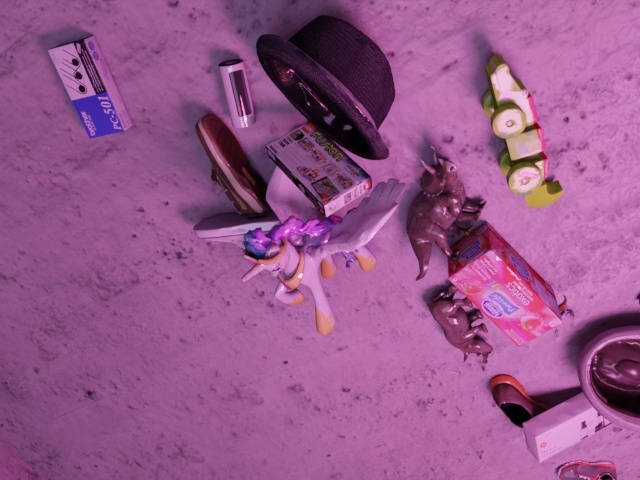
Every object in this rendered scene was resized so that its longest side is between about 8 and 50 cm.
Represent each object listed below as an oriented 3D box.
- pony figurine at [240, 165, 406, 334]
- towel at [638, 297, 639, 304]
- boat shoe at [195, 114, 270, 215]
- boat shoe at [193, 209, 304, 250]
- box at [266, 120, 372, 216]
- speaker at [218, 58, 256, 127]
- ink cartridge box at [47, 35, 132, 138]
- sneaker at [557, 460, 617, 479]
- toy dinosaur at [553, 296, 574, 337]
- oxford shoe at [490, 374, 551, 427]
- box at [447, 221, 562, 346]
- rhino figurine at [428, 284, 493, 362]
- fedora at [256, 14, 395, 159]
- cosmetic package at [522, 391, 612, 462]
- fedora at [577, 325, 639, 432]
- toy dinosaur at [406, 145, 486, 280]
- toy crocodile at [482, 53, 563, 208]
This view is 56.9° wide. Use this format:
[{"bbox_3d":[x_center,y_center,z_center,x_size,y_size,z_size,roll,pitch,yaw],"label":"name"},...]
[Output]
[{"bbox_3d":[0.000,0.000,1.263,0.303,0.350,0.363,28,167,33],"label":"pony figurine"},{"bbox_3d":[0.910,0.081,1.298,0.243,0.040,0.335,30,120,-6],"label":"towel"},{"bbox_3d":[-0.216,-0.157,1.337,0.095,0.095,0.257,-19,116,28],"label":"boat shoe"},{"bbox_3d":[-0.169,-0.017,1.416,0.268,0.096,0.088,-7,115,6],"label":"boat shoe"},{"bbox_3d":[-0.005,-0.147,1.173,0.114,0.207,0.036,-32,147,-15],"label":"box"},{"bbox_3d":[-0.176,-0.311,1.258,0.055,0.055,0.136,-2,120,12],"label":"speaker"},{"bbox_3d":[-0.507,-0.336,1.312,0.097,0.046,0.206,-9,119,17],"label":"ink cartridge box"},{"bbox_3d":[0.749,0.661,1.658,0.158,0.064,0.061,-16,116,19],"label":"sneaker"},{"bbox_3d":[0.570,0.187,1.434,0.082,0.047,0.090,-19,83,30],"label":"toy dinosaur"},{"bbox_3d":[0.550,0.474,1.563,0.271,0.098,0.097,38,120,-13],"label":"oxford shoe"},{"bbox_3d":[0.415,0.101,1.347,0.257,0.128,0.123,42,119,-15],"label":"box"},{"bbox_3d":[0.353,0.215,1.462,0.106,0.073,0.243,-25,114,19],"label":"rhino figurine"},{"bbox_3d":[0.041,-0.306,1.131,0.334,0.334,0.152,40,87,-13],"label":"fedora"},{"bbox_3d":[0.636,0.463,1.501,0.239,0.060,0.098,-24,116,-9],"label":"cosmetic package"},{"bbox_3d":[0.751,0.315,1.385,0.276,0.124,0.243,5,94,23],"label":"fedora"},{"bbox_3d":[0.261,-0.056,1.309,0.160,0.121,0.313,29,129,11],"label":"toy dinosaur"},{"bbox_3d":[0.398,-0.207,1.173,0.105,0.115,0.340,-18,118,15],"label":"toy crocodile"}]
